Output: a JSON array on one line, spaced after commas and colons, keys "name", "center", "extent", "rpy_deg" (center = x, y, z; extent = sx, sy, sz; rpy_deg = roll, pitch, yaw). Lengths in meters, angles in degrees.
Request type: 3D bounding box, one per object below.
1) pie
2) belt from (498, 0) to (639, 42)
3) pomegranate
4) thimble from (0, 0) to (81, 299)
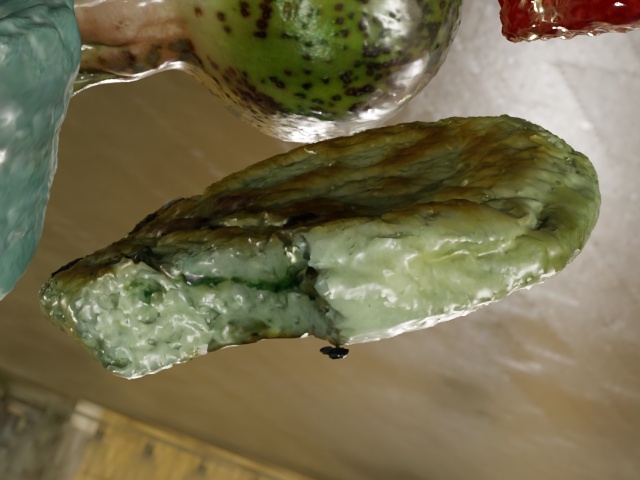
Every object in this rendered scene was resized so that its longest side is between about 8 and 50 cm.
[{"name": "pie", "center": [0.003, -0.002, 0.864], "extent": [0.302, 0.067, 0.302], "rpy_deg": [-13, -168, 3]}, {"name": "belt", "center": [0.141, -0.120, 0.448], "extent": [0.201, 0.124, 0.128], "rpy_deg": [-7, -174, -13]}, {"name": "pomegranate", "center": [-0.043, -0.173, 1.046], "extent": [0.276, 0.204, 0.222], "rpy_deg": [9, 145, 11]}, {"name": "thimble", "center": [-0.222, -0.062, 0.735], "extent": [0.235, 0.143, 0.198], "rpy_deg": [-4, -150, -42]}]
